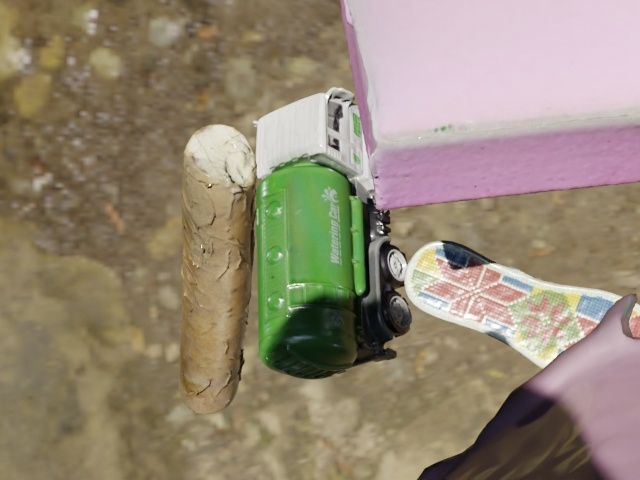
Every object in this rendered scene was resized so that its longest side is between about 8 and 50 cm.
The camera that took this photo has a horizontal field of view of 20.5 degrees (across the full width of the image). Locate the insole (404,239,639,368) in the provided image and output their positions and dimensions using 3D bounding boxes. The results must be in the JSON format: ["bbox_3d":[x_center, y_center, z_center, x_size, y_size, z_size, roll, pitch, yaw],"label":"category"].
[{"bbox_3d":[0.146,0.051,1.156,0.193,0.006,0.065,22,94,8],"label":"insole"}]

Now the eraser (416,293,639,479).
[{"bbox_3d":[0.036,0.150,0.350,0.272,0.359,0.122,-42,92,15],"label":"eraser"}]

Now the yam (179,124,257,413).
[{"bbox_3d":[-0.041,0.015,0.692,0.032,0.032,0.145,36,143,24],"label":"yam"}]

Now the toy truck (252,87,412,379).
[{"bbox_3d":[0.000,0.000,1.448,0.101,0.125,0.242,-20,59,36],"label":"toy truck"}]

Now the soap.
[{"bbox_3d":[0.141,-0.118,1.006,0.259,0.081,0.181,-8,58,-4],"label":"soap"}]
